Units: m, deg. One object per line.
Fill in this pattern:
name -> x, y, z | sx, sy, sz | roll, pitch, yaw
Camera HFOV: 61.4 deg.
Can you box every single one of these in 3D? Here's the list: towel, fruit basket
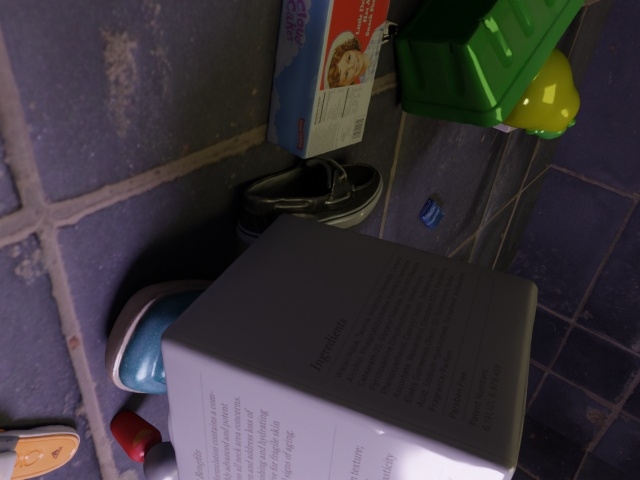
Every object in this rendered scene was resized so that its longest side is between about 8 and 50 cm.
towel -> 0.327, -0.074, 1.578 | 0.067, 0.029, 0.119 | -59, 152, -1
fruit basket -> 0.368, -0.365, 1.103 | 0.392, 0.283, 0.392 | -20, 122, -37

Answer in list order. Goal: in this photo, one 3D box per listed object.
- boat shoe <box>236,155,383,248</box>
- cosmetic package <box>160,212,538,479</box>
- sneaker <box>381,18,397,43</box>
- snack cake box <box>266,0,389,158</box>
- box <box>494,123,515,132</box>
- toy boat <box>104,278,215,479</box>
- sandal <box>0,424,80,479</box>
boat shoe -> 0.002, -0.085, 0.939 | 0.335, 0.121, 0.119 | -30, 144, -40
cosmetic package -> 0.047, 0.212, 0.743 | 0.327, 0.393, 0.329 | -52, 153, -52
sneaker -> 0.091, -0.352, 0.922 | 0.109, 0.044, 0.040 | -44, 150, -25
snack cake box -> 0.011, -0.272, 0.818 | 0.152, 0.089, 0.264 | -25, 136, -45
box -> 0.490, -0.451, 1.375 | 0.121, 0.148, 0.311 | -27, 136, -45
toy boat -> -0.216, 0.214, 0.832 | 0.267, 0.148, 0.318 | 9, 108, -61
sandal -> -0.402, 0.291, 0.675 | 0.265, 0.076, 0.102 | 16, 102, -61
